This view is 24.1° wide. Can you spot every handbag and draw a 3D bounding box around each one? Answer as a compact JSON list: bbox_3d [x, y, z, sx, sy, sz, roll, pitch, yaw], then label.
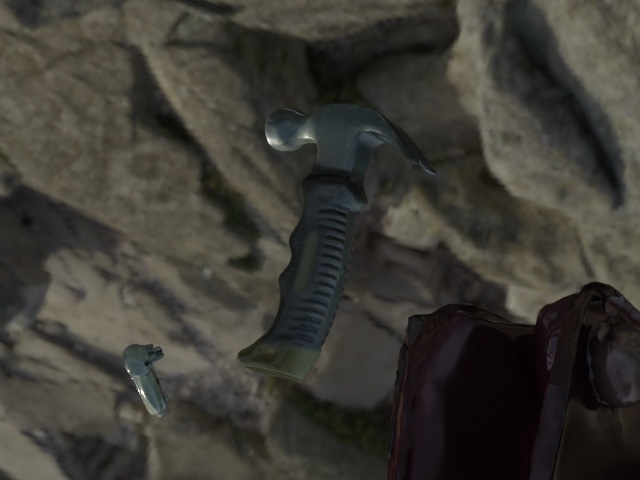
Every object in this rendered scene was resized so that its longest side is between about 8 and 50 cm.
[{"bbox_3d":[0.107,0.138,0.509,0.074,0.203,0.216,-10,148,42],"label":"handbag"}]

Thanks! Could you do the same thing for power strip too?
[{"bbox_3d":[-0.142,0.115,1.269,0.035,0.055,0.083,-22,142,-5],"label":"power strip"}]

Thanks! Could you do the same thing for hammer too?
[{"bbox_3d":[0.000,0.000,1.189,0.159,0.226,0.041,8,166,39],"label":"hammer"}]
